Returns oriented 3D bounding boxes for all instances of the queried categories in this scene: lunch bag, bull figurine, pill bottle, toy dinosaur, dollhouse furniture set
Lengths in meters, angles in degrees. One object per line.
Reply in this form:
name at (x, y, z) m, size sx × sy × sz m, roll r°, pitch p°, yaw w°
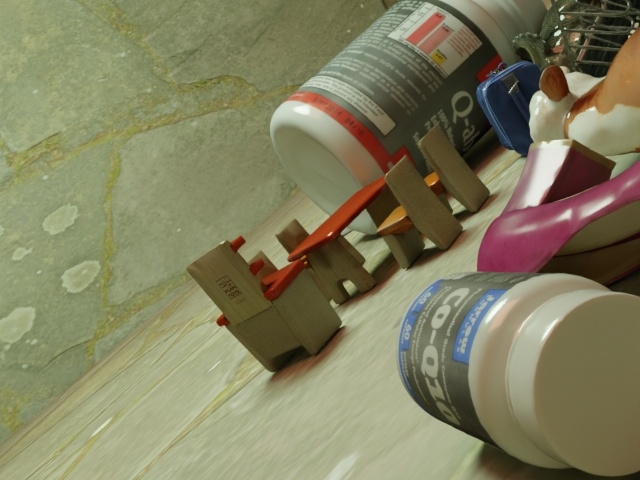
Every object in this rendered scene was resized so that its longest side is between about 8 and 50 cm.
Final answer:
lunch bag at (0.211, -0.142, 0.903) m, size 0.067 × 0.098 × 0.065 m, roll -32°, pitch 10°, yaw 5°
bull figurine at (0.259, -0.125, 0.549) m, size 0.188 × 0.101 × 0.310 m, roll -37°, pitch 7°, yaw -9°
pill bottle at (0.088, 0.052, 0.366) m, size 0.078 × 0.078 × 0.137 m, roll -39°, pitch 7°, yaw -12°
toy dinosaur at (0.335, -0.281, 1.077) m, size 0.160 × 0.121 × 0.313 m, roll -28°, pitch 13°, yaw 42°
dollhouse furniture set at (0.000, 0.000, 0.886) m, size 0.262 × 0.135 × 0.259 m, roll -30°, pitch 10°, yaw 45°
pill bottle at (0.126, -0.197, 1.129) m, size 0.363 × 0.210 × 0.210 m, roll -44°, pitch 9°, yaw -17°

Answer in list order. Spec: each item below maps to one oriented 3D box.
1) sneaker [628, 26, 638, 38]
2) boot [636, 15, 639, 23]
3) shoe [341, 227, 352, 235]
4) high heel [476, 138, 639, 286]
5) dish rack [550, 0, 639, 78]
sneaker at (0.340, -0.210, 0.932) m, size 0.109 × 0.040 × 0.044 m, roll -44°, pitch 11°, yaw -36°
boot at (0.418, -0.273, 0.812) m, size 0.236 × 0.085 × 0.178 m, roll -34°, pitch 14°, yaw 18°
shoe at (0.051, -0.069, 1.281) m, size 0.178 × 0.081 × 0.063 m, roll -30°, pitch 11°, yaw 47°
high heel at (0.161, 0.005, 0.427) m, size 0.244 × 0.082 × 0.117 m, roll 11°, pitch 80°, yaw 63°
dish rack at (0.252, -0.243, 0.700) m, size 0.074 × 0.271 × 0.208 m, roll 21°, pitch 76°, yaw 33°
